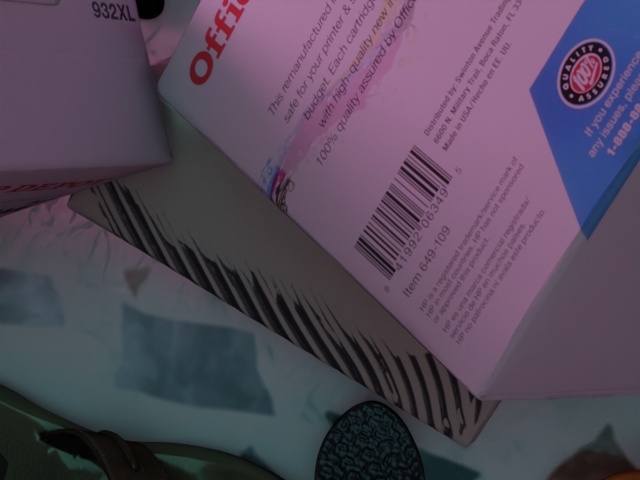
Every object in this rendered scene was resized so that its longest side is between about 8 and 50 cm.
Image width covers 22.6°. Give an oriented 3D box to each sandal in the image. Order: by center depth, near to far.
[{"bbox_3d":[-0.148,0.160,0.956,0.302,0.086,0.120,18,82,4],"label":"sandal"},{"bbox_3d":[0.041,0.183,0.985,0.067,0.040,0.179,-15,100,5],"label":"sandal"}]

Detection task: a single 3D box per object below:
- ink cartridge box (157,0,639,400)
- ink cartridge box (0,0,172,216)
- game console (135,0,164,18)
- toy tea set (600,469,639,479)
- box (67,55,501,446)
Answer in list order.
[{"bbox_3d":[0.094,-0.078,0.833,0.270,0.197,0.198,44,114,33],"label":"ink cartridge box"},{"bbox_3d":[-0.270,-0.057,0.851,0.307,0.223,0.129,-16,86,27],"label":"ink cartridge box"},{"bbox_3d":[-0.152,-0.211,1.023,0.122,0.071,0.107,9,56,0],"label":"game console"},{"bbox_3d":[0.219,0.076,0.912,0.200,0.124,0.336,-15,84,29],"label":"toy tea set"},{"bbox_3d":[0.000,0.000,0.948,0.275,0.113,0.094,31,109,4],"label":"box"}]
